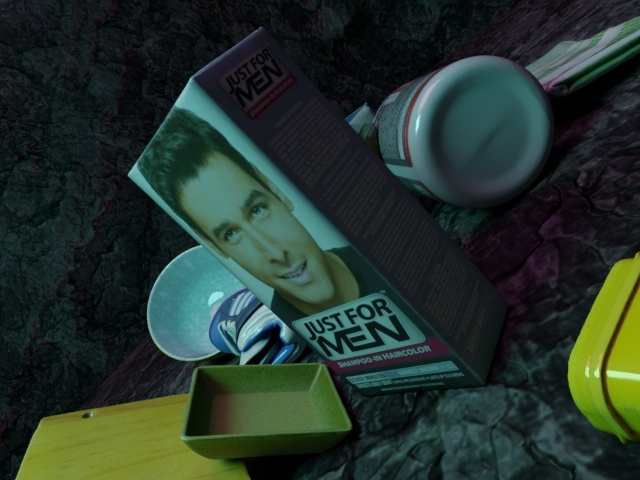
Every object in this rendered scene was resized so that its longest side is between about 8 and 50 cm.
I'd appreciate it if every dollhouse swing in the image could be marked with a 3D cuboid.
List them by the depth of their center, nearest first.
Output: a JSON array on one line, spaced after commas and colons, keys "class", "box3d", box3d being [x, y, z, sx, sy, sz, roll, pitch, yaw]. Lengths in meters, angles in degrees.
[{"class": "dollhouse swing", "box3d": [-0.236, 0.407, 0.533, 0.315, 0.305, 0.347, -4, 12, -19]}]

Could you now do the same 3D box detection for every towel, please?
[{"class": "towel", "box3d": [0.426, -0.309, 0.853, 0.248, 0.038, 0.325, -32, 13, 3]}]

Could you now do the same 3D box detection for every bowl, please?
[{"class": "bowl", "box3d": [-0.261, 0.169, 1.195, 0.289, 0.289, 0.156, -45, -30, -5]}]

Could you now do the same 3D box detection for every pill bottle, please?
[{"class": "pill bottle", "box3d": [0.203, -0.178, 0.821, 0.210, 0.210, 0.363, -43, 13, 3]}]

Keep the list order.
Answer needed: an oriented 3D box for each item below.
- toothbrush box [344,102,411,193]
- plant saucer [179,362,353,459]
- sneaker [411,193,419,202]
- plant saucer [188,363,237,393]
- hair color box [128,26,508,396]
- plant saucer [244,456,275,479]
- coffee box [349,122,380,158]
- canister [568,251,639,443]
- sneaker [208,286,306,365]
[{"class": "toothbrush box", "box3d": [0.071, -0.161, 1.164, 0.126, 0.216, 0.295, -49, 15, -24]}, {"class": "plant saucer", "box3d": [-0.071, 0.214, 0.607, 0.188, 0.188, 0.045, -138, 50, -77]}, {"class": "sneaker", "box3d": [0.135, -0.054, 0.931, 0.071, 0.083, 0.191, -34, 17, 32]}, {"class": "plant saucer", "box3d": [-0.238, 0.349, 0.885, 0.278, 0.041, 0.278, -42, 13, 12]}, {"class": "hair color box", "box3d": [0.000, 0.000, 0.505, 0.185, 0.374, 0.114, -29, 20, 49]}, {"class": "plant saucer", "box3d": [-0.116, 0.317, 0.639, 0.168, 0.029, 0.168, -41, 13, 11]}, {"class": "coffee box", "box3d": [0.034, -0.068, 0.836, 0.141, 0.247, 0.098, -8, 0, -21]}, {"class": "canister", "box3d": [0.244, 0.059, 0.257, 0.126, 0.073, 0.170, -50, 16, -24]}, {"class": "sneaker", "box3d": [-0.133, 0.177, 0.892, 0.322, 0.130, 0.236, -30, 12, 26]}]
